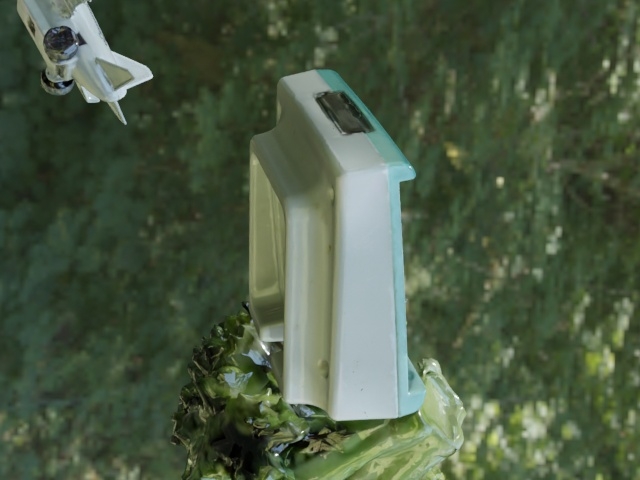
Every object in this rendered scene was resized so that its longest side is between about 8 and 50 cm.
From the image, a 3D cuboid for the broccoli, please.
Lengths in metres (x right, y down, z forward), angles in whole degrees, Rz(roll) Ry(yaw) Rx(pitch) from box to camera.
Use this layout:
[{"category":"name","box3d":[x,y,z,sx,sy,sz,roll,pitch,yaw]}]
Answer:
[{"category":"broccoli","box3d":[0.016,0.208,1.392,0.293,0.281,0.348,-19,80,-51]}]

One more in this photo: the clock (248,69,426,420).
[{"category":"clock","box3d":[0.000,0.000,1.184,0.262,0.116,0.231,-121,-155,-63]}]

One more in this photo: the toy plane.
[{"category":"toy plane","box3d":[-0.298,-0.252,1.582,0.255,0.101,0.251,52,-25,10]}]
